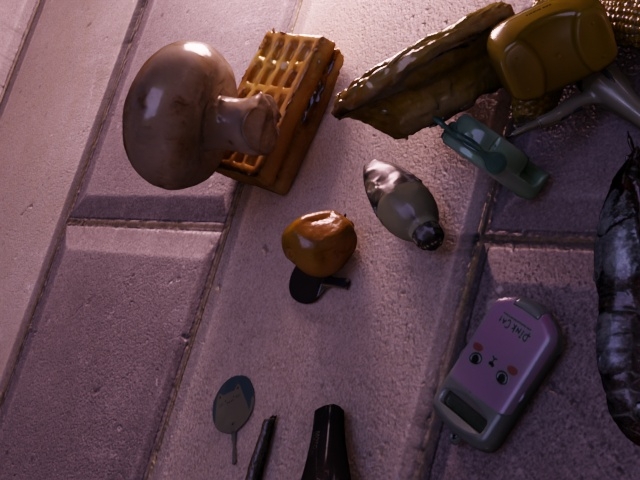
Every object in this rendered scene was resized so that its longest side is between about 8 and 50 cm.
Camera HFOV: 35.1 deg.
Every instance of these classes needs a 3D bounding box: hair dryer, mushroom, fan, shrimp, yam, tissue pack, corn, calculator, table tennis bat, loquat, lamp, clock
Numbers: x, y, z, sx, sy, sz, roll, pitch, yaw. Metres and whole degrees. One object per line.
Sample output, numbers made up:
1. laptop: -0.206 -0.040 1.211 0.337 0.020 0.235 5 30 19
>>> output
1. hair dryer: -0.067 0.459 1.664 0.359 0.120 0.304 -41 36 35
2. mushroom: -0.225 -0.223 1.939 0.289 0.297 0.298 18 80 12
3. fan: -0.162 0.333 1.880 0.113 0.005 0.175 -29 49 32
4. hair dryer: 0.398 -0.183 1.498 0.199 0.067 0.167 -39 48 -17
5. shrimp: 0.427 0.055 1.318 0.221 0.166 0.411 -33 37 67
6. yam: -0.106 0.369 1.787 0.033 0.027 0.130 -3 66 44
7. tissue pack: 0.342 -0.293 1.508 0.178 0.123 0.127 -23 26 10
8. corn: 0.367 -0.308 1.621 0.091 0.091 0.260 11 81 23
9. calculator: 0.260 0.198 1.490 0.246 0.045 0.141 -58 40 6
10. table tennis bat: -0.004 0.073 1.853 0.158 0.014 0.095 5 72 49
11. loquat: 0.000 0.000 1.809 0.137 0.113 0.137 -17 27 9
12. corn: 0.511 -0.308 1.474 0.319 0.097 0.097 29 91 52
13. lamp: 0.138 -0.066 1.719 0.101 0.101 0.250 -49 40 15
14. clock: 0.258 -0.139 1.565 0.060 0.188 0.148 -55 43 9

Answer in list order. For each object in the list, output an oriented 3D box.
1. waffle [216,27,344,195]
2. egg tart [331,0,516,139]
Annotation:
1. waffle: -0.093 -0.268 2.072 0.224 0.098 0.328 19 82 48
2. egg tart: 0.184 -0.263 1.682 0.345 0.345 0.133 -26 96 35
